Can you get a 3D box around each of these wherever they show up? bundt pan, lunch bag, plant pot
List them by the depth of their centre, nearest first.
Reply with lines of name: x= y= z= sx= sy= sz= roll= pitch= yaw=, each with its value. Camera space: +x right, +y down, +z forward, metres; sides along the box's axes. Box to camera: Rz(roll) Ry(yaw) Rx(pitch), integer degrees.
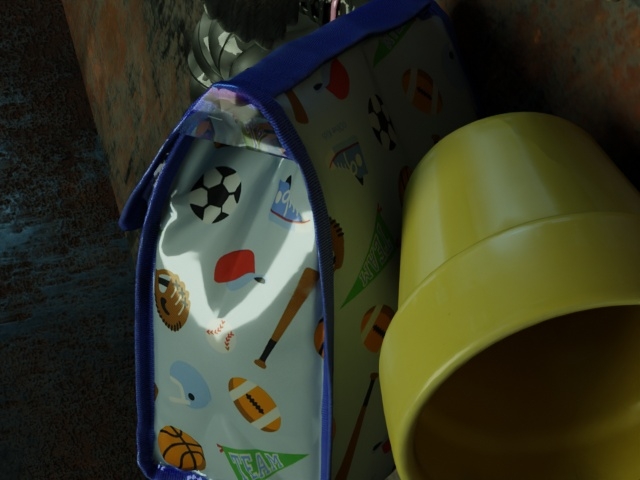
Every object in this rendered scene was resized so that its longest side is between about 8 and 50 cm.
plant pot: x=0.157 y=0.043 z=0.946 sx=0.239 sy=0.254 sz=0.254 roll=-101 pitch=13 yaw=-45
lunch bag: x=0.000 y=0.000 z=1.139 sx=0.239 sy=0.328 sz=0.385 roll=16 pitch=120 yaw=24
bundt pan: x=-0.072 y=-0.156 z=1.610 sx=0.331 sy=0.124 sz=0.330 roll=167 pitch=90 yaw=-72

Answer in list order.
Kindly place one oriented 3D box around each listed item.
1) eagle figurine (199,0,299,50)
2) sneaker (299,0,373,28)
eagle figurine: x=-0.020 y=-0.365 z=1.252 sx=0.226 sy=0.225 sz=0.298 roll=127 pitch=139 yaw=-53
sneaker: x=-0.027 y=-0.262 z=1.378 sx=0.104 sy=0.147 sz=0.295 roll=101 pitch=148 yaw=-46
